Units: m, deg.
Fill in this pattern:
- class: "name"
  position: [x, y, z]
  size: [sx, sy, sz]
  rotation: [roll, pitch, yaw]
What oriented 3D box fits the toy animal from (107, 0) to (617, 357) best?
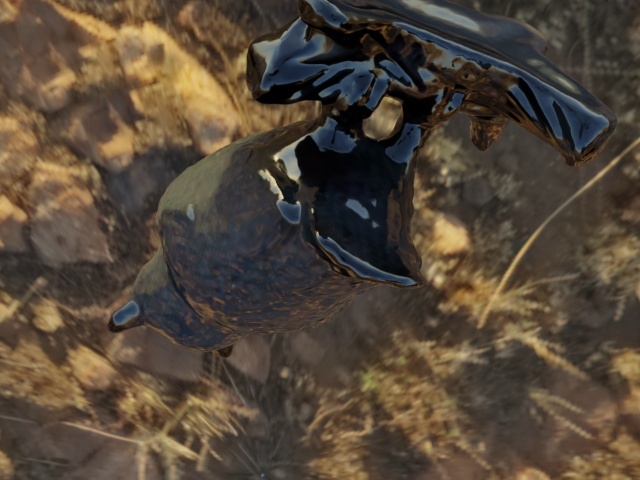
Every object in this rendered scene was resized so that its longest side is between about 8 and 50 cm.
- class: "toy animal"
  position: [-0.001, 0.004, 0.508]
  size: [0.121, 0.210, 0.117]
  rotation: [13, 44, -25]
